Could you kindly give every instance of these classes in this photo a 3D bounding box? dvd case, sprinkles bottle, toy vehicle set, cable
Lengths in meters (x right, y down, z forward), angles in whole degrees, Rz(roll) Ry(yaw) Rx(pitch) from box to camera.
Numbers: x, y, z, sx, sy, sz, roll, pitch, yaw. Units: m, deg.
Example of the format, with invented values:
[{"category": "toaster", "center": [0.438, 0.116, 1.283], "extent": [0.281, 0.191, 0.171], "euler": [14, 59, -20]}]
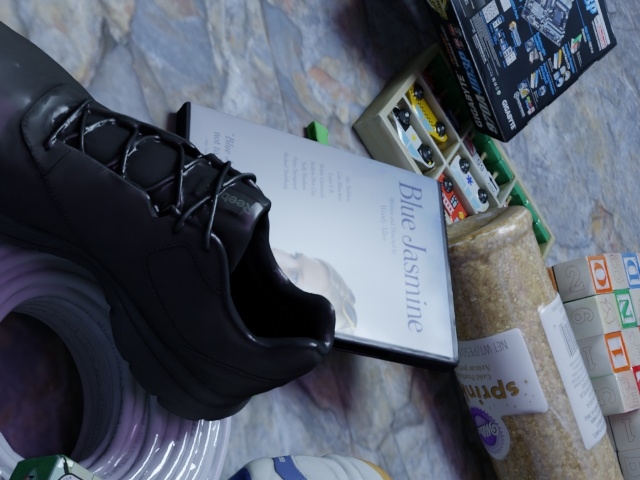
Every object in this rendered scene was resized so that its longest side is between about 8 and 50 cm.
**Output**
[{"category": "dvd case", "center": [0.000, 0.000, 0.831], "extent": [0.253, 0.022, 0.180], "euler": [15, 57, -28]}, {"category": "sprinkles bottle", "center": [0.198, 0.149, 0.975], "extent": [0.121, 0.121, 0.356], "euler": [-30, 101, -51]}, {"category": "toy vehicle set", "center": [0.148, -0.056, 1.081], "extent": [0.267, 0.035, 0.166], "euler": [55, 41, -18]}, {"category": "cable", "center": [-0.169, 0.091, 0.609], "extent": [0.257, 0.089, 0.257], "euler": [55, 42, -19]}]

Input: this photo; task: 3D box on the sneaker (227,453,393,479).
[{"category": "sneaker", "center": [-0.021, 0.295, 0.709], "extent": [0.130, 0.112, 0.297], "euler": [13, 62, -27]}]

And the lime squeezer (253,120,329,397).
[{"category": "lime squeezer", "center": [0.000, 0.037, 0.855], "extent": [0.110, 0.058, 0.310], "euler": [44, 47, -29]}]

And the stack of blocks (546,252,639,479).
[{"category": "stack of blocks", "center": [0.335, 0.168, 1.167], "extent": [0.171, 0.087, 0.297], "euler": [-2, 77, -50]}]

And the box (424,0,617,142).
[{"category": "box", "center": [0.198, -0.234, 1.031], "extent": [0.175, 0.051, 0.220], "euler": [-42, 130, -13]}]

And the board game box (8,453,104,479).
[{"category": "board game box", "center": [-0.117, 0.293, 0.489], "extent": [0.213, 0.046, 0.317], "euler": [41, 49, -29]}]

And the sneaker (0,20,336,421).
[{"category": "sneaker", "center": [-0.098, -0.022, 0.570], "extent": [0.286, 0.130, 0.109], "euler": [46, 46, -22]}]
